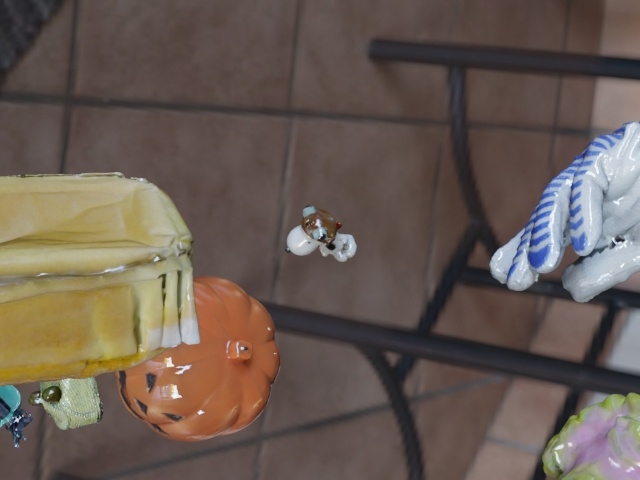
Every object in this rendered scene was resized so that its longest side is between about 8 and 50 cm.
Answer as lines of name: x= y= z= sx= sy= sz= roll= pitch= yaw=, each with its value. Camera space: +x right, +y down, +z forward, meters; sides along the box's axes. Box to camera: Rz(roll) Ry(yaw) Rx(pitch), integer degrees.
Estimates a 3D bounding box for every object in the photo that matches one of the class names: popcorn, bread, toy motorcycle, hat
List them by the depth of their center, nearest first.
bread: x=-0.208 y=0.027 z=1.021 sx=0.241 sy=0.136 sz=0.107 roll=-4 pitch=124 yaw=-22
popcorn: x=0.264 y=0.201 z=1.355 sx=0.126 sy=0.126 sz=0.145 roll=0 pitch=130 yaw=-47
toy motorcycle: x=-0.337 y=0.154 z=1.523 sx=0.100 sy=0.173 sz=0.058 roll=43 pitch=73 yaw=-15
hat: x=-0.259 y=0.153 z=1.551 sx=0.059 sy=0.077 sz=0.076 roll=-23 pitch=111 yaw=-27

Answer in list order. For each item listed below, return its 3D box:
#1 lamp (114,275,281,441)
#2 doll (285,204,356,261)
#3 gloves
lamp: x=-0.132 y=0.130 z=1.705 sx=0.187 sy=0.164 sz=0.187 roll=10 pitch=75 yaw=-40
doll: x=0.006 y=-0.003 z=1.482 sx=0.085 sy=0.058 sz=0.040 roll=9 pitch=50 yaw=-39
gloves: x=0.222 y=-0.026 z=1.070 sx=0.119 sy=0.229 sz=0.097 roll=60 pitch=7 yaw=-30
